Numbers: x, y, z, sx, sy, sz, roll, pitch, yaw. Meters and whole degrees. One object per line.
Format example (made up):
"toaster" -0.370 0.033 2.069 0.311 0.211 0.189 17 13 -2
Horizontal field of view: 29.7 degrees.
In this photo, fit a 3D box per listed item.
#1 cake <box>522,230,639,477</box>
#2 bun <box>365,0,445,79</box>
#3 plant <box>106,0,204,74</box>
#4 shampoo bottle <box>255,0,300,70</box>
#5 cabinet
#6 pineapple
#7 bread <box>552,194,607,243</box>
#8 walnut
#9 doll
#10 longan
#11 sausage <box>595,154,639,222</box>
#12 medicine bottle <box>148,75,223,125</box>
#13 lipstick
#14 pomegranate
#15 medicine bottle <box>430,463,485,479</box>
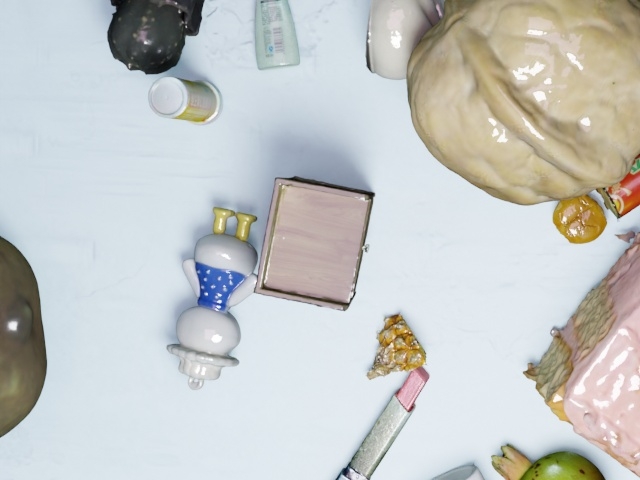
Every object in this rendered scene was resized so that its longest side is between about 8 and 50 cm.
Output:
"cake" 0.514 0.191 1.759 0.314 0.293 0.307 36 99 -3
"bun" 0.135 -0.326 1.822 0.120 0.173 0.172 8 95 9
"plant" -0.252 -0.384 1.873 0.142 0.164 0.256 17 80 1
"shampoo bottle" -0.077 -0.367 1.910 0.069 0.041 0.190 -6 93 12
"cabinet" 0.000 0.000 1.840 0.148 0.215 0.174 11 94 4
"pineapple" 0.120 0.183 1.922 0.114 0.077 0.114 -41 54 18
"bread" 0.400 -0.036 1.876 0.081 0.046 0.083 -15 91 5
"walnut" 0.315 -0.222 1.719 0.381 0.381 0.381 0 94 6
"doll" -0.166 0.095 1.921 0.138 0.119 0.293 12 90 14
"longan" -0.584 0.152 1.871 0.361 0.361 0.361 0 94 6
"sausage" 0.543 -0.134 1.841 0.264 0.083 0.083 -34 89 6
"medicine bottle" -0.206 -0.214 1.846 0.074 0.218 0.074 1 95 7
"lipstick" 0.085 0.336 1.934 0.051 0.051 0.312 33 96 5
"pomegranate" 0.352 0.395 1.869 0.205 0.159 0.159 38 98 29
"medicine bottle" 0.245 0.488 1.880 0.144 0.144 0.252 -26 93 7
